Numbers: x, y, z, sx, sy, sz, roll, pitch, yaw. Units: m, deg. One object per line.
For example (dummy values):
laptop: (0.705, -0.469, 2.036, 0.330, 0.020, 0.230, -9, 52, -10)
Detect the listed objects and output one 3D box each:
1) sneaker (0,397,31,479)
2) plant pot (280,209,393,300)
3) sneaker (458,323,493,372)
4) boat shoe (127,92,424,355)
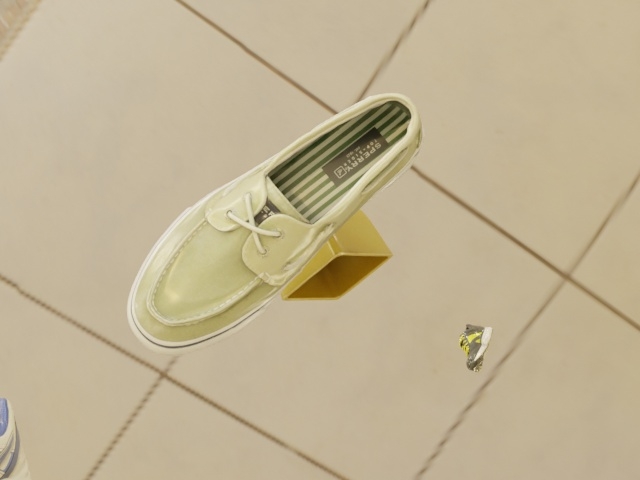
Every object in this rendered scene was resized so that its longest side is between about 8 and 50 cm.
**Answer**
sneaker: (-0.397, 0.249, 1.483, 0.112, 0.296, 0.131, -4, 100, 11)
plant pot: (0.000, 0.000, 1.330, 0.081, 0.083, 0.081, 2, 145, -49)
sneaker: (0.172, 0.123, 1.643, 0.035, 0.083, 0.031, 16, 117, 10)
boat shoe: (-0.041, -0.024, 1.184, 0.302, 0.094, 0.109, -42, 81, -7)
